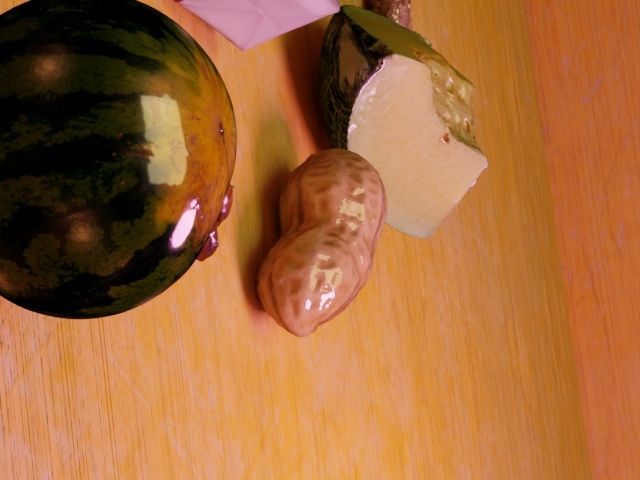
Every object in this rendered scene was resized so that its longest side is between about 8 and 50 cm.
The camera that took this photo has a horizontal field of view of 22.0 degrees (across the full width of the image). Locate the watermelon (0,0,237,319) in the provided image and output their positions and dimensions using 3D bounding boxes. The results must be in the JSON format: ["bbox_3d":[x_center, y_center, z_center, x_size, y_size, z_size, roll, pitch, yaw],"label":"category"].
[{"bbox_3d":[-0.191,-0.070,1.326,0.269,0.269,0.269,-10,90,-71],"label":"watermelon"}]

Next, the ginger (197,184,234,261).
[{"bbox_3d":[-0.139,-0.065,1.743,0.103,0.073,0.162,-57,142,-44],"label":"ginger"}]

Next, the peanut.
[{"bbox_3d":[0.000,0.000,2.028,0.305,0.147,0.147,-75,150,-42],"label":"peanut"}]

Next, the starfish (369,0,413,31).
[{"bbox_3d":[0.122,-0.449,2.574,0.324,0.082,0.432,-29,129,-76],"label":"starfish"}]

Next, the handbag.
[{"bbox_3d":[-0.090,-0.394,1.925,0.171,0.151,0.298,31,45,-57],"label":"handbag"}]

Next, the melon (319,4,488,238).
[{"bbox_3d":[0.101,-0.199,2.299,0.343,0.226,0.331,28,65,-49],"label":"melon"}]
